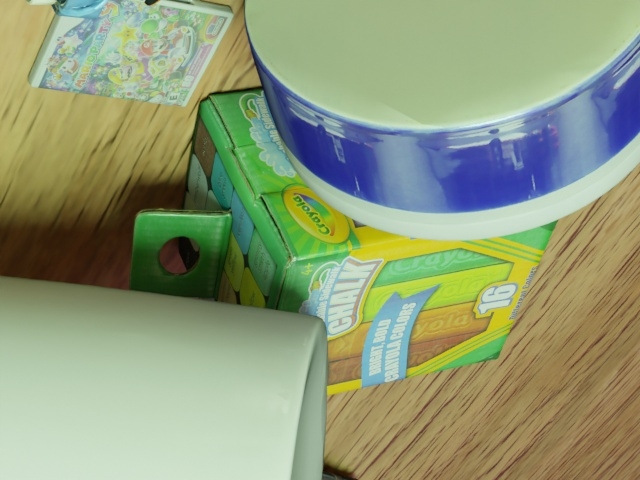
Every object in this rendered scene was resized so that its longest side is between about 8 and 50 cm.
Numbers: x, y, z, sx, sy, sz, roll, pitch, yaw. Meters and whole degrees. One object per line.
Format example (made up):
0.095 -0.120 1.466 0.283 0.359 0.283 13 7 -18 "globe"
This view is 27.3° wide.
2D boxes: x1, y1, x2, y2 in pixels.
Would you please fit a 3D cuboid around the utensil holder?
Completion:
-0.201 0.177 0.844 0.385 0.328 0.328 4 142 5 "utensil holder"

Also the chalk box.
0.000 0.000 1.009 0.289 0.179 0.180 -11 141 -23 "chalk box"

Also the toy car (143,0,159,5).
-0.093 -0.205 0.804 0.040 0.060 0.122 -40 167 -44 "toy car"

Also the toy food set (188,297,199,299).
-0.117 0.119 1.198 0.132 0.038 0.192 -15 143 -17 "toy food set"

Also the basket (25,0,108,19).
-0.100 -0.237 0.625 0.289 0.201 0.255 6 135 -25 "basket"

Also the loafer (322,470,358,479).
-0.047 0.264 1.403 0.109 0.095 0.302 -11 149 31 "loafer"

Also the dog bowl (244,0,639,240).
0.089 -0.135 0.828 0.265 0.265 0.104 -25 141 -5 "dog bowl"

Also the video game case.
-0.129 -0.133 0.902 0.122 0.011 0.087 4 134 -36 "video game case"
